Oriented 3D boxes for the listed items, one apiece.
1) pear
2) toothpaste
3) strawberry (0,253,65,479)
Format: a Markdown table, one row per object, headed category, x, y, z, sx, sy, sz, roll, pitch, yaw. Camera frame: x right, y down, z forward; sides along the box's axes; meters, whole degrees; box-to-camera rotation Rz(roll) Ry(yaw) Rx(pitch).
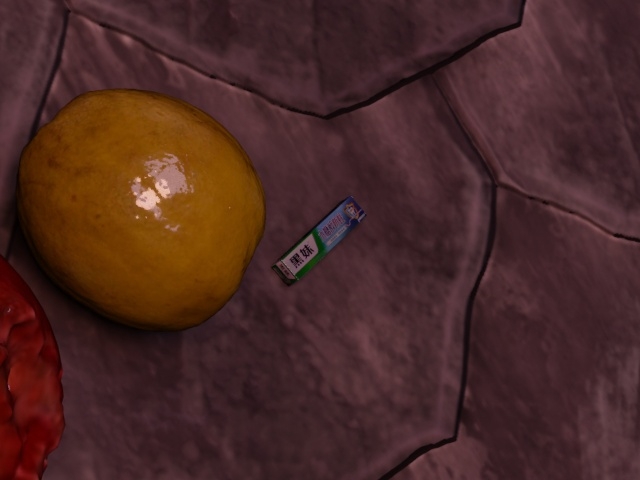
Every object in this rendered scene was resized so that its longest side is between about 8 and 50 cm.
| category | x | y | z | sx | sy | sz | roll | pitch | yaw |
| --- | --- | --- | --- | --- | --- | --- | --- | --- | --- |
| pear | -0.115 | -0.022 | 1.251 | 0.162 | 0.149 | 0.149 | 40 | 57 | -6 |
| toothpaste | 0.000 | 0.000 | 1.384 | 0.020 | 0.017 | 0.083 | 50 | 55 | -5 |
| strawberry | -0.274 | 0.090 | 1.032 | 0.295 | 0.345 | 0.317 | 5 | 95 | 8 |
